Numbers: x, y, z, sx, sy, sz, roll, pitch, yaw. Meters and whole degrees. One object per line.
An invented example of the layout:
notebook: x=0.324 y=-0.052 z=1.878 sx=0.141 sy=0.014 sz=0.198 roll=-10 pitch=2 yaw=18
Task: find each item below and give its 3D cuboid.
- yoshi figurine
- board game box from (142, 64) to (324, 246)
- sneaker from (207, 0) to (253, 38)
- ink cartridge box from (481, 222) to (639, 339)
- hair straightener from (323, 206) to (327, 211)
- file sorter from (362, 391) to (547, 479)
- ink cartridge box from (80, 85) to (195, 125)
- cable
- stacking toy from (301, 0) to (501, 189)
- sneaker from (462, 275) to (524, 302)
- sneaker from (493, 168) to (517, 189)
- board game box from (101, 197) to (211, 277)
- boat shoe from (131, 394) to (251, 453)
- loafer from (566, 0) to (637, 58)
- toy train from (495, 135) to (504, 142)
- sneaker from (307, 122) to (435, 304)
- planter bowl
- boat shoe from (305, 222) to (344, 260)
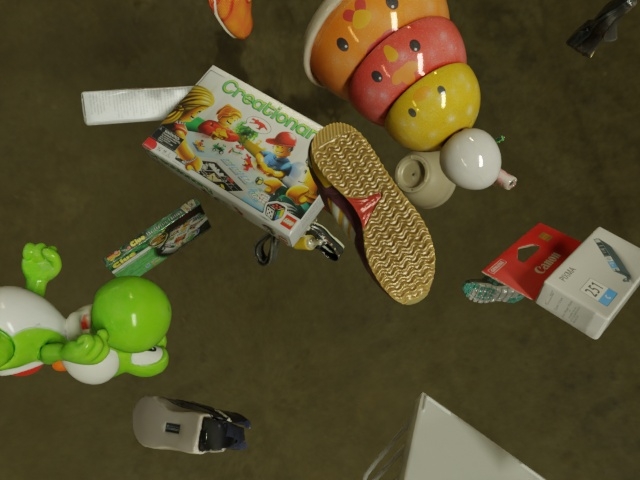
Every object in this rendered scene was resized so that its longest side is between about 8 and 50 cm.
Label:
yoshi figurine: x=-0.357 y=0.098 z=0.897 sx=0.362 sy=0.203 sz=0.203 roll=15 pitch=74 yaw=-35
board game box: x=-0.116 y=-0.146 z=1.104 sx=0.305 sy=0.053 sz=0.193 roll=31 pitch=73 yaw=15
sneaker: x=-0.092 y=-0.300 z=0.729 sx=0.067 sy=0.175 sz=0.064 roll=6 pitch=48 yaw=11
ink cartridge box: x=0.527 y=0.051 z=1.402 sx=0.261 sy=0.066 sz=0.296 roll=33 pitch=42 yaw=26
hair straightener: x=0.069 y=-0.104 z=1.982 sx=0.047 sy=0.230 sz=0.089 roll=28 pitch=97 yaw=-34
file sorter: x=0.129 y=0.344 z=0.732 sx=0.193 sy=0.277 sz=0.173 roll=36 pitch=111 yaw=3
ink cartridge box: x=-0.295 y=-0.274 z=1.332 sx=0.330 sy=0.324 sz=0.071 roll=-7 pitch=102 yaw=-15
cable: x=-0.101 y=-0.018 z=1.494 sx=0.072 sy=0.287 sz=0.139 roll=-33 pitch=94 yaw=-39
stacking toy: x=0.215 y=-0.307 z=1.364 sx=0.350 sy=0.350 sz=0.480 roll=-31 pitch=70 yaw=-11
sneaker: x=0.402 y=0.104 z=1.569 sx=0.166 sy=0.065 sz=0.076 roll=7 pitch=44 yaw=-22
sneaker: x=0.558 y=-0.180 z=2.028 sx=0.070 sy=0.134 sz=0.051 roll=36 pitch=93 yaw=13
board game box: x=-0.390 y=0.006 z=1.609 sx=0.260 sy=0.136 sz=0.030 roll=-35 pitch=70 yaw=-12
boat shoe: x=-0.317 y=0.455 z=1.620 sx=0.158 sy=0.340 sz=0.127 roll=18 pitch=78 yaw=-41
loafer: x=0.550 y=-0.412 z=1.278 sx=0.061 sy=0.170 sz=0.062 roll=43 pitch=72 yaw=-3
toy train: x=0.528 y=-0.301 z=2.052 sx=0.083 sy=0.024 sz=0.017 roll=-24 pitch=89 yaw=31
sneaker: x=0.049 y=-0.025 z=0.642 sx=0.069 sy=0.084 sz=0.185 roll=-27 pitch=91 yaw=-7
planter bowl: x=0.260 y=-0.167 z=1.729 sx=0.162 sy=0.109 sz=0.162 roll=-2 pitch=85 yaw=33
boat shoe: x=0.001 y=-0.001 z=1.563 sx=0.133 sy=0.049 sz=0.042 roll=39 pitch=53 yaw=-25
